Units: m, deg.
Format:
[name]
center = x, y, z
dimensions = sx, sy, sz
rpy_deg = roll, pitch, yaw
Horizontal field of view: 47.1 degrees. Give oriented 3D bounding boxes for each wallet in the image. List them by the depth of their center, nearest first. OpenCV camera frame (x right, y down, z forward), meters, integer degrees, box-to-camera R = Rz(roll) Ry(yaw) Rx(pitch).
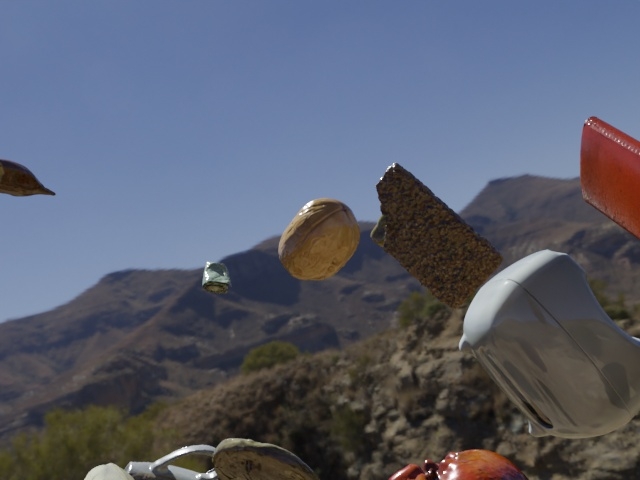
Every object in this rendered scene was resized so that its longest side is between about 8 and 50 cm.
[wallet]
center = 0.414, -0.065, 0.951
dimensions = 0.045, 0.142, 0.204
rpy_deg = -21, 33, -7

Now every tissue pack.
[tissue pack]
center = 0.426, 0.204, 1.352
dimensions = 0.236, 0.333, 0.229
rpy_deg = -40, -4, -14

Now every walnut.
[walnut]
center = 0.000, 0.000, 1.636
dimensions = 0.197, 0.165, 0.165
rpy_deg = -44, -20, 27

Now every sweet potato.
[sweet potato]
center = -0.427, -0.083, 1.050
dimensions = 0.049, 0.049, 0.117
rpy_deg = -20, -23, 26

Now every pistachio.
[pistachio]
center = 0.230, -0.035, 2.060
dimensions = 0.190, 0.100, 0.110
rpy_deg = -9, 39, 12

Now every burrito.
[burrito]
center = -0.274, 0.096, 1.947
dimensions = 0.075, 0.044, 0.118
rpy_deg = 3, 28, -9

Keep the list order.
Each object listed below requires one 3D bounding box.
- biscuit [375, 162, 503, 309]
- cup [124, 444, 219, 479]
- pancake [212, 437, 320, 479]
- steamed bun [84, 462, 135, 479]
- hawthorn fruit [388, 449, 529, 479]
[biscuit]
center = 0.168, -0.005, 1.186
dimensions = 0.131, 0.237, 0.026
rpy_deg = -51, -7, 26
[cup]
center = -0.373, 0.636, 1.840
dimensions = 0.257, 0.301, 0.227
rpy_deg = 29, 4, -14
[pancake]
center = -0.109, 0.483, 1.450
dimensions = 0.242, 0.242, 0.050
rpy_deg = -22, 24, 38
[steamed bun]
center = -0.362, 0.506, 1.224
dimensions = 0.153, 0.238, 0.170
rpy_deg = 30, -11, -17
[hawthorn fruit]
center = 0.165, 0.404, 0.879
dimensions = 0.212, 0.298, 0.211
rpy_deg = -2, -7, 0
